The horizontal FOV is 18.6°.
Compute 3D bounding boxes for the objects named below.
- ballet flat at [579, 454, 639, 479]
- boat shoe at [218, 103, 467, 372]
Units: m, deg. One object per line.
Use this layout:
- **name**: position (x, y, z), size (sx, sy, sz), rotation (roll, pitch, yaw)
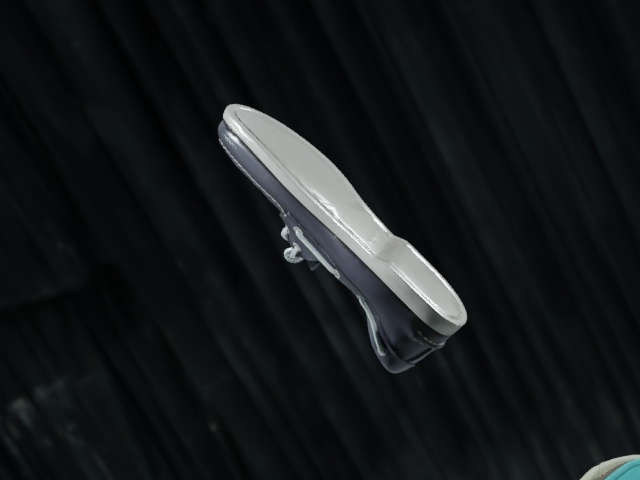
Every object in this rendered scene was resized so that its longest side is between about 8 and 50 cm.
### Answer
- **ballet flat**: position (0.086, 0.192, 0.944), size (0.248, 0.086, 0.086), rotation (-29, 26, -27)
- **boat shoe**: position (0.000, 0.000, 1.246), size (0.065, 0.206, 0.075), rotation (-48, -7, 23)
